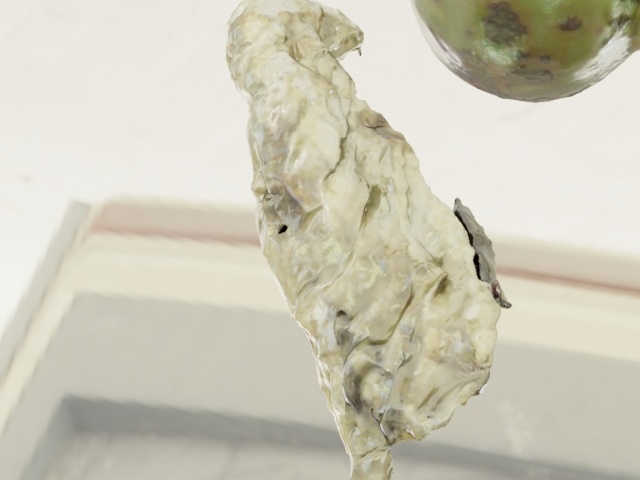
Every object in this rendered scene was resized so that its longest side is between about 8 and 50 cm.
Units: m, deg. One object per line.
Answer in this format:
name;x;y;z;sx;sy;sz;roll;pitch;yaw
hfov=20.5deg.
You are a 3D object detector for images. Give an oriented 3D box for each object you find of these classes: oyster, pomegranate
oyster;0.003;0.002;0.587;0.061;0.200;0.106;19;-68;-33
pomegranate;0.138;-0.124;0.916;0.220;0.156;0.156;43;-27;11
